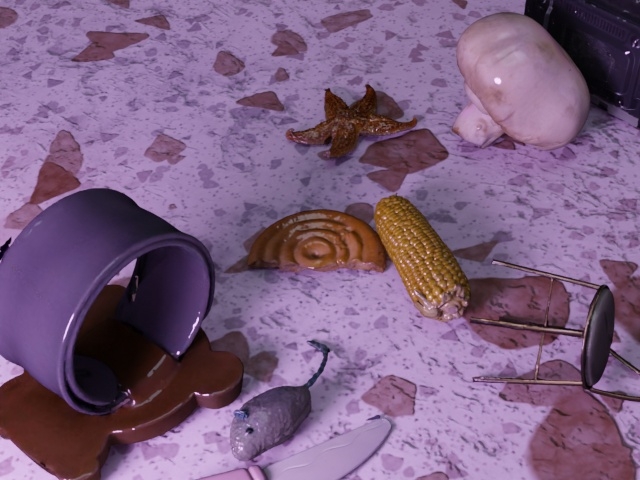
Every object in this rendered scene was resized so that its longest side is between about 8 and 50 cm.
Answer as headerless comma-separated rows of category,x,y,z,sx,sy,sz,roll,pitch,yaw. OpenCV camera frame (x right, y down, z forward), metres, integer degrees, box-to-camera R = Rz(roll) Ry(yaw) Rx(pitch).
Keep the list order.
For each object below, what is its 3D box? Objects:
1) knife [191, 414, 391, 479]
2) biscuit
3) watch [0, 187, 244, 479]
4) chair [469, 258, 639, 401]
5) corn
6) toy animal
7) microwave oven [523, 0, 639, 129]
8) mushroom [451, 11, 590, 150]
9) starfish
knife,-0.047,0.314,1.446,0.336,0.043,0.081,-19,44,-15
biscuit,0.000,-0.001,1.765,0.224,0.033,0.144,4,46,9
watch,-0.304,0.117,1.470,0.314,0.327,0.335,29,55,31
chair,0.382,0.142,1.495,0.326,0.170,0.160,10,44,24
corn,0.154,0.024,1.681,0.091,0.091,0.260,-30,46,4
toy animal,-0.043,0.216,1.517,0.079,0.070,0.253,33,47,12
microwave oven,0.521,-0.368,1.938,0.181,0.237,0.295,-37,56,-26
mushroom,0.329,-0.256,1.879,0.254,0.234,0.260,0,54,-59
starfish,0.057,-0.219,1.975,0.240,0.043,0.227,0,46,3
